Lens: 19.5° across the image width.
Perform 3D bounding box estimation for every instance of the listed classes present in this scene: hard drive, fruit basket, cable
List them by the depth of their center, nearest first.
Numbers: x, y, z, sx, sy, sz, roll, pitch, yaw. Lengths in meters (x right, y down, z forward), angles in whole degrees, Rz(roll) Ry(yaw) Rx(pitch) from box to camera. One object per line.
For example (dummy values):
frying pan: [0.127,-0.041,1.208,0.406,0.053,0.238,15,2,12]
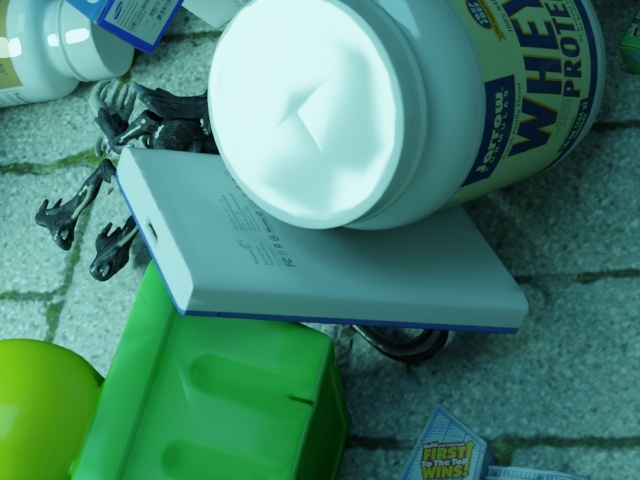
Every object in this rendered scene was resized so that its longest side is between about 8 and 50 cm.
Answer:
fruit basket: [-0.188,0.203,1.560,0.392,0.283,0.392,-4,58,6]
hard drive: [0.000,0.000,1.624,0.210,0.318,0.040,59,136,48]
cable: [-0.006,0.030,1.737,0.139,0.072,0.287,-41,48,-3]

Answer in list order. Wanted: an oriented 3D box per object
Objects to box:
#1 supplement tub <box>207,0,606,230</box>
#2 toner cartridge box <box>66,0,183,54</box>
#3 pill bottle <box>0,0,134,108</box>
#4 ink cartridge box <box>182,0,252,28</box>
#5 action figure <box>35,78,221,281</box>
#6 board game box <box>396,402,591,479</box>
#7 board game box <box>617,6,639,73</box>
supplement tub: [0.079,-0.140,1.622,0.235,0.235,0.325,14,21,33]
toner cartridge box: [-0.228,-0.324,1.892,0.165,0.075,0.348,-58,37,4]
pill bottle: [-0.327,-0.213,2.031,0.229,0.131,0.131,-7,54,22]
ink cartridge box: [-0.029,-0.450,1.947,0.395,0.166,0.285,-31,43,33]
action figure: [-0.156,-0.086,1.783,0.275,0.164,0.141,-40,35,32]
board game box: [0.129,0.234,1.535,0.194,0.060,0.194,1,58,26]
board game box: [0.461,-0.219,1.709,0.317,0.046,0.213,17,67,34]
